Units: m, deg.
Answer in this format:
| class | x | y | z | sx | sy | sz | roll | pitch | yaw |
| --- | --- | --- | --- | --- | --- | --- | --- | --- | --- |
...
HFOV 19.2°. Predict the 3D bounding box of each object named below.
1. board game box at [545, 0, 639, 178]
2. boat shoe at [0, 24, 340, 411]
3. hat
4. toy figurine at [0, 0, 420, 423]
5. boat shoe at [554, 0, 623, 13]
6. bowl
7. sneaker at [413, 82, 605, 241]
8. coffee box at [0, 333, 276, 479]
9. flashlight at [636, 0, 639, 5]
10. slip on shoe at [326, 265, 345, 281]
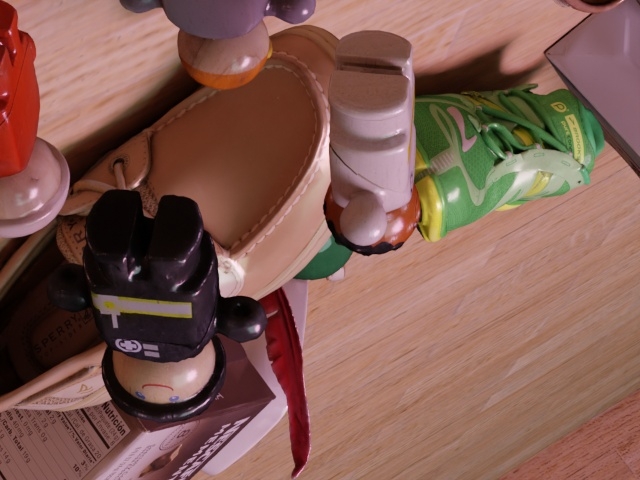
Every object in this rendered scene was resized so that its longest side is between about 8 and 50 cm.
| class | x | y | z | sx | sy | sz | roll | pitch | yaw |
| --- | --- | --- | --- | --- | --- | --- | --- | --- | --- |
| board game box | 0.316 | -0.072 | 1.587 | 0.097 | 0.224 | 0.303 | -40 | 164 | 5 |
| boat shoe | -0.101 | 0.005 | 1.126 | 0.341 | 0.121 | 0.110 | -45 | 162 | 31 |
| hat | 0.005 | 0.009 | 1.241 | 0.173 | 0.183 | 0.208 | -32 | 163 | -16 |
| toy figurine | -0.064 | -0.044 | 0.912 | 0.209 | 0.213 | 0.148 | -35 | 152 | -21 |
| boat shoe | 0.139 | -0.214 | 1.019 | 0.123 | 0.116 | 0.324 | -38 | 164 | 3 |
| bowl | -0.069 | 0.096 | 1.465 | 0.053 | 0.142 | 0.142 | 26 | 137 | -22 |
| sneaker | 0.130 | -0.073 | 1.383 | 0.123 | 0.109 | 0.295 | -22 | 179 | 24 |
| coffee box | -0.197 | 0.168 | 1.381 | 0.297 | 0.119 | 0.168 | -44 | 162 | 25 |
| flashlight | 0.363 | -0.251 | 1.383 | 0.304 | 0.103 | 0.103 | -34 | 130 | 9 |
| slip on shoe | 0.000 | 0.000 | 1.468 | 0.041 | 0.051 | 0.135 | 4 | 171 | 2 |
